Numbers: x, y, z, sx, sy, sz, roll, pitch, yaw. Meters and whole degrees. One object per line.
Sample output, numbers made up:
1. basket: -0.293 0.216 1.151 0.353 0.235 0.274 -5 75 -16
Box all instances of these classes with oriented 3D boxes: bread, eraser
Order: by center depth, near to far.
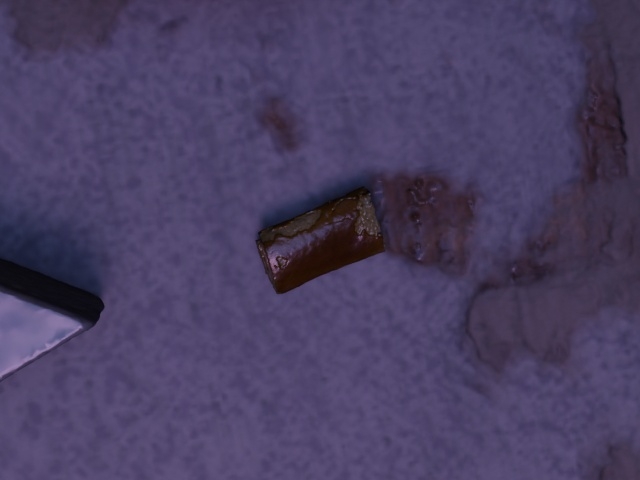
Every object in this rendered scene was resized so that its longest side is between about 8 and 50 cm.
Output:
1. eraser: -0.304 0.106 0.808 0.352 0.111 0.077 -31 99 -3
2. bread: 0.000 0.000 0.871 0.083 0.036 0.047 -22 105 -5
